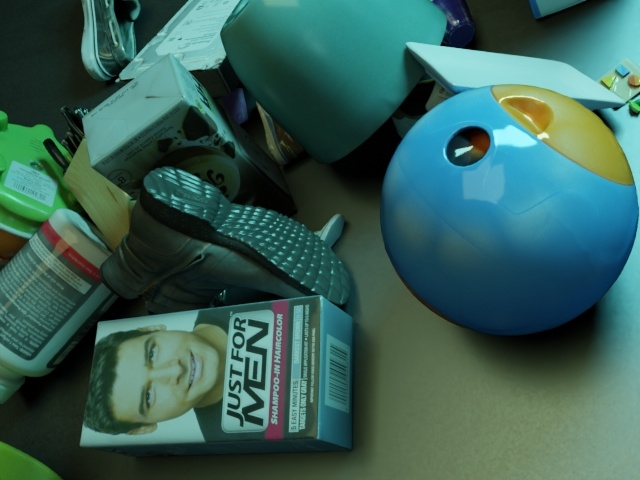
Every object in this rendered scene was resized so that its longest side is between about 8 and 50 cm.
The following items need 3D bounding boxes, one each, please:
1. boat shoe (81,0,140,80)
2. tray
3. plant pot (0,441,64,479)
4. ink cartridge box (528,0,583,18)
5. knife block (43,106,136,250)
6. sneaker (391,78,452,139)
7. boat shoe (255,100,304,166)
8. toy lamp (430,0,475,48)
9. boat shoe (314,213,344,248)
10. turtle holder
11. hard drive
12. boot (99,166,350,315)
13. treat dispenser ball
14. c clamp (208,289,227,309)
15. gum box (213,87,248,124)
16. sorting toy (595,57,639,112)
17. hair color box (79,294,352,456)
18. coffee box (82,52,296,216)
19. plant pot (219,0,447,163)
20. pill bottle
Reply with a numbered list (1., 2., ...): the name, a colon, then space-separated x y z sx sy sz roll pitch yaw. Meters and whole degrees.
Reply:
1. boat shoe: -0.449 -0.503 1.589 0.119 0.121 0.335 -14 69 14
2. tray: 0.253 -0.209 0.951 0.145 0.270 0.030 -120 37 -51
3. plant pot: -0.516 0.405 1.084 0.212 0.187 0.212 3 67 32
4. ink cartridge box: 0.319 -0.583 1.066 0.166 0.285 0.395 -18 57 21
5. knife block: -0.390 -0.102 1.281 0.242 0.088 0.276 -2 92 35
6. sneaker: 0.219 -0.175 1.012 0.290 0.123 0.106 10 68 32
7. boat shoe: -0.064 -0.213 1.237 0.066 0.066 0.183 -23 66 12
8. toy lamp: 0.172 -0.415 1.193 0.080 0.080 0.275 -32 54 11
9. boat shoe: 0.000 0.000 1.100 0.035 0.035 0.100 26 87 34
10. turtle holder: -0.582 -0.102 1.362 0.227 0.243 0.320 -50 60 24
11. hard drive: -0.196 -0.378 1.326 0.236 0.064 0.339 1 46 31
12. boot: -0.141 0.052 1.068 0.223 0.338 0.118 -58 4 35
13. treat dispenser ball: 0.212 -0.034 0.836 0.288 0.288 0.288 -13 59 24
14. c clamp: -0.207 0.117 1.166 0.160 0.022 0.137 -44 51 5
15. gum box: -0.239 -0.233 1.310 0.188 0.062 0.107 9 30 34
16. sorting toy: 0.419 -0.209 0.982 0.062 0.012 0.083 -36 52 8
17. hair color box: -0.146 0.199 1.014 0.374 0.113 0.186 -9 65 24
18. coffee box: -0.191 -0.114 1.103 0.168 0.297 0.119 -34 50 12
19. plant pot: -0.002 -0.298 1.056 0.293 0.235 0.293 -44 23 24
20. pill bottle: -0.477 0.116 1.222 0.318 0.176 0.176 -48 52 -1
